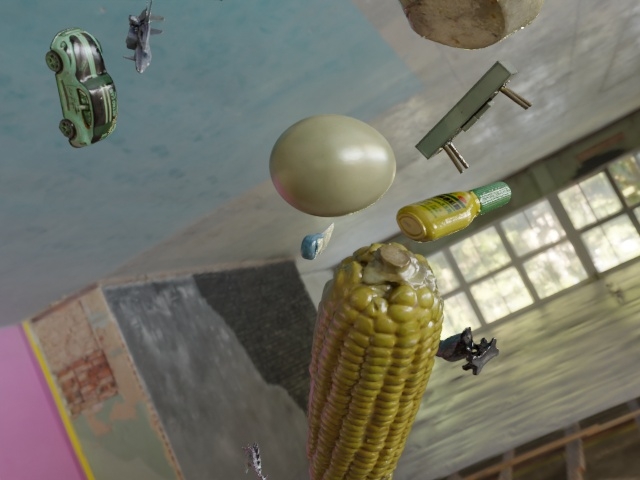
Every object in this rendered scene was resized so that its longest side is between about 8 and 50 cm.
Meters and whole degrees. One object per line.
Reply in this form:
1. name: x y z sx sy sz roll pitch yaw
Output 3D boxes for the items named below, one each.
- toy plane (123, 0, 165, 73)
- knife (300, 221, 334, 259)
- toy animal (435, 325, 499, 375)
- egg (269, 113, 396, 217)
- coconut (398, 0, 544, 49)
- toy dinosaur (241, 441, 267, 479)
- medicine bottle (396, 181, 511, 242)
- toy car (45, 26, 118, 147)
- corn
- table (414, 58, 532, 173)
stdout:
1. toy plane: -0.482 -0.524 1.855 0.088 0.267 0.212 13 134 -10
2. knife: 0.000 0.002 1.516 0.032 0.058 0.244 5 -171 12
3. toy animal: 0.370 0.290 1.919 0.121 0.117 0.210 -40 -155 -31
4. egg: 0.024 -0.135 1.266 0.241 0.186 0.186 -6 164 -27
5. coconut: 0.331 -0.616 1.498 0.346 0.346 0.361 132 -19 -70
6. toy dinosaur: -0.180 0.604 1.896 0.039 0.082 0.209 1 -168 -26
7. medicine bottle: 0.255 -0.058 1.284 0.260 0.064 0.095 -18 -146 -35
8. toy car: -0.598 -0.386 1.797 0.125 0.306 0.136 16 -148 24
9. corn: 0.043 0.152 0.697 0.120 0.120 0.363 -20 135 -33
10. table: 0.329 -0.250 1.456 0.240 0.111 0.121 -47 175 26
